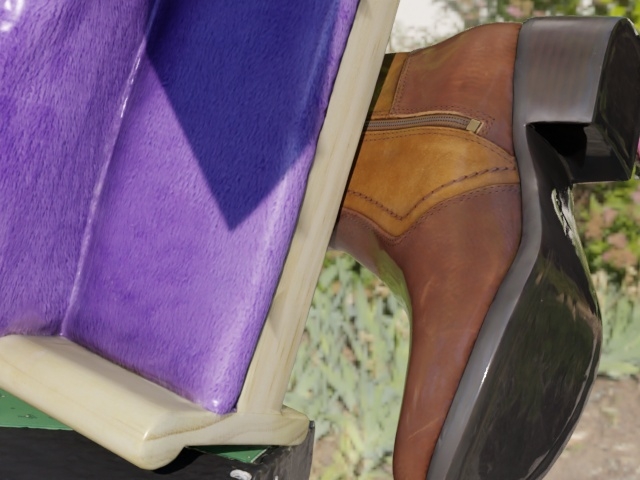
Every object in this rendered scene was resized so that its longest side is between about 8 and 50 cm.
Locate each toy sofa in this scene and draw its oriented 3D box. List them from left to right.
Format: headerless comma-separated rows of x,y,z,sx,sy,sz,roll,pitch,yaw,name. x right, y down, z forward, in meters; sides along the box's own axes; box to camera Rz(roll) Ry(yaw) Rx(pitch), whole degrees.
-0.063,-0.089,0.484,0.150,0.363,0.177,17,1,36,toy sofa

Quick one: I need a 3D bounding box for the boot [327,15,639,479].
0.000,0.000,0.523,0.280,0.264,0.096,1,-22,36,boot

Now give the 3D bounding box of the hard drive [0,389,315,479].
-0.166,0.127,0.444,0.236,0.064,0.339,10,11,17,hard drive

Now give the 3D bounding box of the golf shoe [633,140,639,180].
0.297,-0.044,0.626,0.140,0.115,0.306,-32,-39,28,golf shoe
